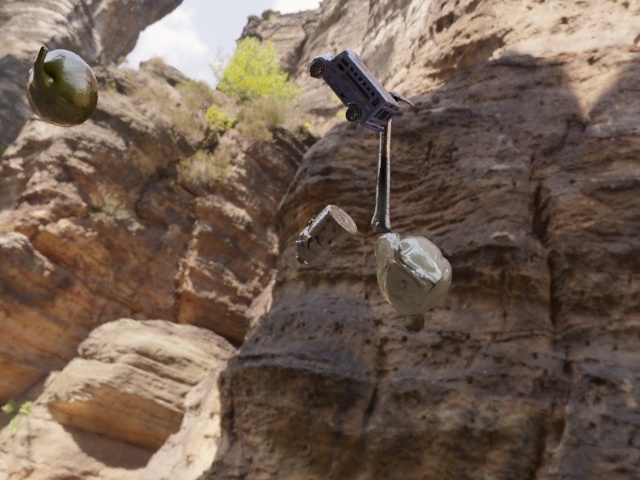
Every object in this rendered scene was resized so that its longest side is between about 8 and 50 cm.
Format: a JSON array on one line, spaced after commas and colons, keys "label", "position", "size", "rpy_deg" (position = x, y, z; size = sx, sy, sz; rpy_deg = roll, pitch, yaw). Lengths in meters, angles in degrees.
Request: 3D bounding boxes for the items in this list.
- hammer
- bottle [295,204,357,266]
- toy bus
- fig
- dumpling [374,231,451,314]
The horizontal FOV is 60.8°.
[{"label": "hammer", "position": [0.118, -0.150, 1.009], "size": [0.033, 0.287, 0.111], "rpy_deg": [21, -23, -41]}, {"label": "bottle", "position": [0.001, 0.001, 1.221], "size": [0.099, 0.098, 0.152], "rpy_deg": [35, -65, -27]}, {"label": "toy bus", "position": [0.056, -0.262, 0.924], "size": [0.076, 0.167, 0.073], "rpy_deg": [-45, -22, 26]}, {"label": "fig", "position": [-0.300, -0.173, 0.619], "size": [0.082, 0.084, 0.098], "rpy_deg": [35, 9, 2]}, {"label": "dumpling", "position": [0.138, 0.044, 0.846], "size": [0.136, 0.118, 0.199], "rpy_deg": [54, -1, 10]}]
